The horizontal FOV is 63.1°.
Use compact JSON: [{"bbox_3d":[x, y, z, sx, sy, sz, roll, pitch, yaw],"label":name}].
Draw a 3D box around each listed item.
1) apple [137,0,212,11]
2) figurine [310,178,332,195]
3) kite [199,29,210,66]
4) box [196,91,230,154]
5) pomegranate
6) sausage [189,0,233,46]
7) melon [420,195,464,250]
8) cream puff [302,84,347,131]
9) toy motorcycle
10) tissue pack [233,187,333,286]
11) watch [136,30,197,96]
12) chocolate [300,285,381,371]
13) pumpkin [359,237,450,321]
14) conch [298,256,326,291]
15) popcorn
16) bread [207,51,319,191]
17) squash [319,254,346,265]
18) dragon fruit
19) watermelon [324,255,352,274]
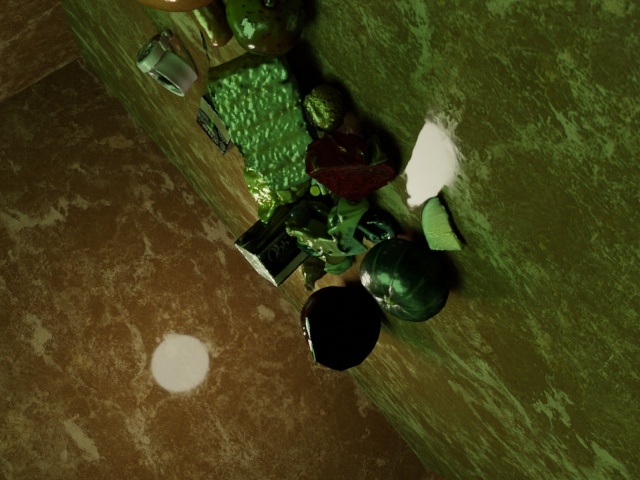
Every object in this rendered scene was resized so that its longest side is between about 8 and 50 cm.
[{"bbox_3d":[-0.358,-0.720,1.225,0.364,0.364,0.364,44,161,19],"label":"apple"},{"bbox_3d":[0.000,-0.238,1.759,0.178,0.109,0.130,82,166,-54],"label":"figurine"},{"bbox_3d":[-0.412,-0.724,1.808,0.285,0.015,0.152,99,159,-71],"label":"kite"},{"bbox_3d":[-0.433,-0.509,2.253,0.198,0.084,0.310,51,162,-5],"label":"box"},{"bbox_3d":[-0.149,-0.544,1.286,0.245,0.198,0.198,-15,116,44],"label":"pomegranate"},{"bbox_3d":[-0.369,-0.735,1.622,0.271,0.109,0.109,57,161,-19],"label":"sausage"},{"bbox_3d":[0.319,-0.049,1.422,0.098,0.054,0.182,9,136,56],"label":"melon"},{"bbox_3d":[0.019,-0.362,1.414,0.104,0.120,0.133,5,148,37],"label":"cream puff"},{"bbox_3d":[0.053,-0.046,1.760,0.409,0.169,0.237,-13,128,39],"label":"toy motorcycle"},{"bbox_3d":[-0.114,-0.027,2.006,0.210,0.370,0.198,21,151,56],"label":"tissue pack"},{"bbox_3d":[-0.638,-0.740,2.203,0.231,0.196,0.244,36,174,-37],"label":"watch"},{"bbox_3d":[0.055,0.365,2.406,0.384,0.383,0.331,56,163,-19],"label":"chocolate"},{"bbox_3d":[0.267,0.121,1.645,0.300,0.207,0.300,28,155,15],"label":"pumpkin"},{"bbox_3d":[-0.023,0.095,2.350,0.291,0.158,0.210,-107,16,-47],"label":"conch"},{"bbox_3d":[-0.154,-0.247,1.864,0.237,0.293,0.293,50,164,-21],"label":"popcorn"},{"bbox_3d":[-0.144,-0.375,1.541,0.264,0.239,0.395,-97,-17,-53],"label":"bread"},{"bbox_3d":[0.000,0.000,2.163,0.247,0.132,0.133,32,155,48],"label":"squash"},{"bbox_3d":[0.098,-0.233,1.440,0.317,0.204,0.152,25,-125,-66],"label":"dragon fruit"},{"bbox_3d":[0.062,0.081,2.219,0.158,0.121,0.098,41,-178,38],"label":"watermelon"}]
